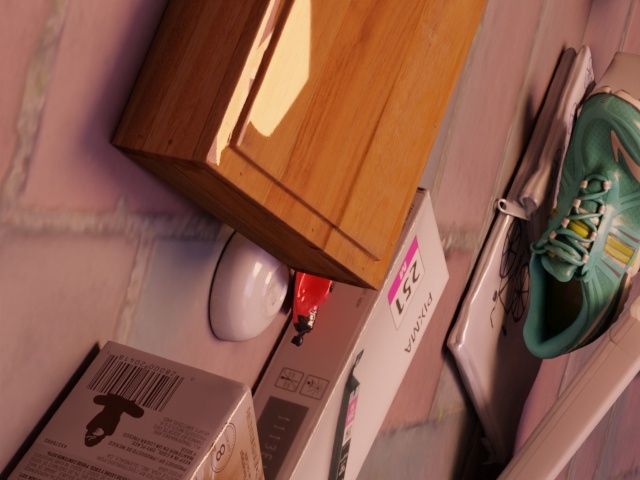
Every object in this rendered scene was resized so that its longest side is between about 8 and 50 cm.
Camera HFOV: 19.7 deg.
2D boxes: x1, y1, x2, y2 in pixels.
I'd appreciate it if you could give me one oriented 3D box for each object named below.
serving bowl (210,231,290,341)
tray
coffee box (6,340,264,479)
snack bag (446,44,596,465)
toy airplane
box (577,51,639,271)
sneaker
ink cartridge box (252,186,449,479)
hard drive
[{"bbox_3d":[-0.040,0.029,1.195,0.083,0.027,0.083,-51,151,-44],"label":"serving bowl"},{"bbox_3d":[0.035,-0.197,1.092,0.203,0.076,0.410,37,70,-53],"label":"tray"},{"bbox_3d":[-0.128,0.195,0.998,0.246,0.098,0.141,-57,153,-37],"label":"coffee box"},{"bbox_3d":[0.217,0.025,1.827,0.342,0.037,0.323,-65,158,-20],"label":"snack bag"},{"bbox_3d":[0.000,0.000,1.237,0.151,0.028,0.151,10,90,-90],"label":"toy airplane"},{"bbox_3d":[0.309,-0.076,1.809,0.130,0.091,0.170,-52,149,-48],"label":"box"},{"bbox_3d":[0.250,-0.008,1.697,0.110,0.107,0.275,-29,136,-47],"label":"sneaker"},{"bbox_3d":[0.021,0.127,1.381,0.275,0.060,0.239,-63,155,-25],"label":"ink cartridge box"},{"bbox_3d":[0.259,0.168,1.834,0.353,0.047,0.233,-58,168,30],"label":"hard drive"}]
